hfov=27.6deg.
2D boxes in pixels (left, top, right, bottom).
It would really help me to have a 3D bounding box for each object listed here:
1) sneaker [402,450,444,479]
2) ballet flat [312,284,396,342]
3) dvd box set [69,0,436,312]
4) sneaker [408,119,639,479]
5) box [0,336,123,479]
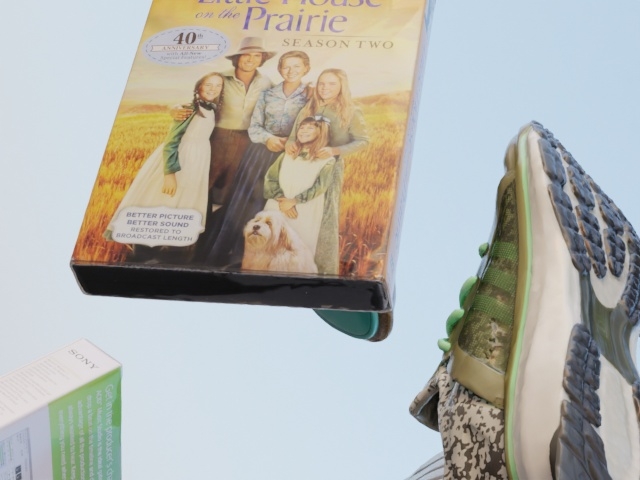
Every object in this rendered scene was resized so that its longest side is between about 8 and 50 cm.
[{"bbox_3d":[0.109,0.263,1.217,0.091,0.094,0.258,45,-27,3],"label":"sneaker"},{"bbox_3d":[0.000,0.000,1.413,0.342,0.124,0.116,29,-56,46],"label":"ballet flat"},{"bbox_3d":[-0.053,-0.124,1.325,0.062,0.308,0.420,77,20,-54],"label":"dvd box set"},{"bbox_3d":[0.135,0.068,0.962,0.158,0.182,0.410,46,34,-27],"label":"sneaker"},{"bbox_3d":[-0.285,0.234,0.965,0.058,0.322,0.232,31,-50,35],"label":"box"}]
